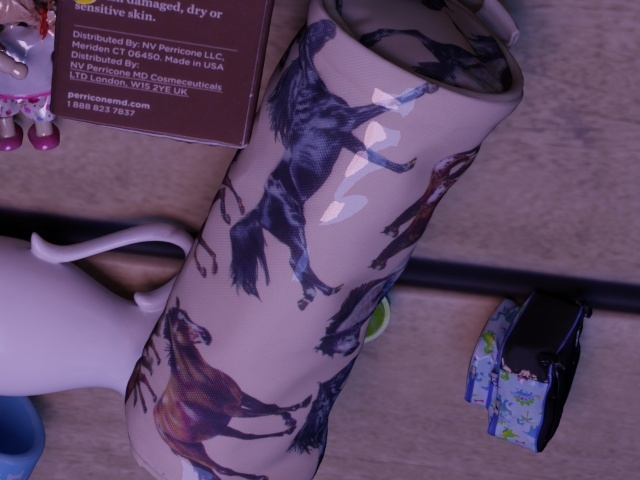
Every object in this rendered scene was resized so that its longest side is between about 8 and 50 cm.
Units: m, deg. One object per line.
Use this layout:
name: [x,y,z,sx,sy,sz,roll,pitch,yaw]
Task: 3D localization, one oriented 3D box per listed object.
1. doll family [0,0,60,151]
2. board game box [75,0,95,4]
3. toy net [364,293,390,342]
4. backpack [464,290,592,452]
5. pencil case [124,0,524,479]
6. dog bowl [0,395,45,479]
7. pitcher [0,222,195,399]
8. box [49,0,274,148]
doll family: [-0.306,-0.119,1.125,0.263,0.118,0.163,-1,127,2]
board game box: [-0.187,-0.254,0.855,0.259,0.039,0.124,44,125,-12]
toy net: [-0.058,0.068,1.308,0.232,0.045,0.122,-31,121,23]
backpack: [0.168,0.109,1.301,0.084,0.105,0.114,16,130,18]
pencil case: [0.000,0.000,1.156,0.160,0.183,0.410,41,119,26]
dog bowl: [-0.347,0.137,1.270,0.074,0.166,0.297,-48,138,17]
pitcher: [-0.212,0.047,1.261,0.207,0.125,0.177,16,110,-23]
box: [-0.077,-0.268,0.962,0.143,0.191,0.381,10,126,-5]
